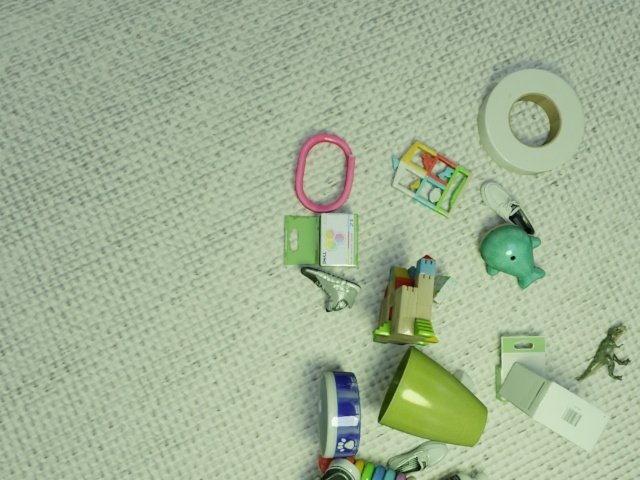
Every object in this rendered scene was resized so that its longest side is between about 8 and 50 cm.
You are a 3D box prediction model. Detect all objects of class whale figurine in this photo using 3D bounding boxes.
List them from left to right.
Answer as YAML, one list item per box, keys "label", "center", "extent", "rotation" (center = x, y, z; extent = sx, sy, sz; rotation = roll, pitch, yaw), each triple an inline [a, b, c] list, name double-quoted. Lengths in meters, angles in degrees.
- label: "whale figurine"
  center: [0.696, 0.069, 1.553]
  extent: [0.216, 0.141, 0.272]
  rotation: [-38, 103, 19]

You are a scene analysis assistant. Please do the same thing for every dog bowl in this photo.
- label: "dog bowl"
  center: [0.056, 0.566, 1.429]
  extent: [0.104, 0.265, 0.265]
  rotation: [2, 87, -6]

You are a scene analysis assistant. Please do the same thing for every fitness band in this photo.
- label: "fitness band"
  center: [0.016, -0.242, 1.573]
  extent: [0.208, 0.054, 0.291]
  rotation: [8, 85, -3]

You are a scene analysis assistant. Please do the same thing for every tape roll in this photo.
- label: "tape roll"
  center: [0.785, -0.442, 1.630]
  extent: [0.391, 0.072, 0.393]
  rotation: [0, 87, -3]

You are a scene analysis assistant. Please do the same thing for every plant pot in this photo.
- label: "plant pot"
  center: [0.375, 0.534, 1.417]
  extent: [0.293, 0.275, 0.275]
  rotation: [25, 85, 11]

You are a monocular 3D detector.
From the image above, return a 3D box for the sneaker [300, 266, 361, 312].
- label: "sneaker"
  center: [0.022, 0.183, 1.537]
  extent: [0.228, 0.086, 0.132]
  rotation: [21, 88, -4]

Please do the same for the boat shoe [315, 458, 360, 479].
- label: "boat shoe"
  center: [0.025, 0.815, 1.409]
  extent: [0.113, 0.105, 0.306]
  rotation: [41, 128, 9]

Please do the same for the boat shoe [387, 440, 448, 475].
- label: "boat shoe"
  center: [0.352, 0.782, 1.533]
  extent: [0.226, 0.076, 0.083]
  rotation: [-21, 89, -5]

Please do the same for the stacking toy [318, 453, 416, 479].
- label: "stacking toy"
  center: [0.147, 0.796, 1.461]
  extent: [0.330, 0.141, 0.141]
  rotation: [18, 86, 18]

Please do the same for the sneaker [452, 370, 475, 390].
- label: "sneaker"
  center: [0.478, 0.578, 1.558]
  extent: [0.094, 0.080, 0.212]
  rotation: [41, 84, -13]

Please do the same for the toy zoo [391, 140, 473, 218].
- label: "toy zoo"
  center: [0.394, -0.234, 1.611]
  extent: [0.293, 0.030, 0.193]
  rotation: [30, 85, -2]

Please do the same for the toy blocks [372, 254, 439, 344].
- label: "toy blocks"
  center: [0.279, 0.198, 1.441]
  extent: [0.190, 0.381, 0.261]
  rotation: [11, 71, -3]

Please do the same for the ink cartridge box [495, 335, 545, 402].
- label: "ink cartridge box"
  center: [0.729, 0.464, 1.586]
  extent: [0.170, 0.056, 0.235]
  rotation: [0, 87, -4]

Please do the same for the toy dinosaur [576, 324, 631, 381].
- label: "toy dinosaur"
  center: [1.069, 0.445, 1.611]
  extent: [0.118, 0.064, 0.268]
  rotation: [37, 86, 13]

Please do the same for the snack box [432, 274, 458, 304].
- label: "snack box"
  center: [0.418, 0.172, 1.536]
  extent: [0.037, 0.141, 0.100]
  rotation: [41, 85, -1]

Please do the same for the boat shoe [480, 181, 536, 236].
- label: "boat shoe"
  center: [0.699, -0.117, 1.599]
  extent: [0.095, 0.084, 0.258]
  rotation: [-44, 91, -5]

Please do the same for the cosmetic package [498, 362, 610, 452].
- label: "cosmetic package"
  center: [0.765, 0.546, 1.448]
  extent: [0.224, 0.224, 0.138]
  rotation: [31, 89, -3]

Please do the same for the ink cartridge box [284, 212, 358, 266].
- label: "ink cartridge box"
  center: [0.000, 0.000, 1.538]
  extent: [0.254, 0.097, 0.189]
  rotation: [1, 87, -5]

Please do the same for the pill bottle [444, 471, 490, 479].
- label: "pill bottle"
  center: [0.446, 0.922, 1.480]
  extent: [0.322, 0.181, 0.182]
  rotation: [-25, 89, -5]
